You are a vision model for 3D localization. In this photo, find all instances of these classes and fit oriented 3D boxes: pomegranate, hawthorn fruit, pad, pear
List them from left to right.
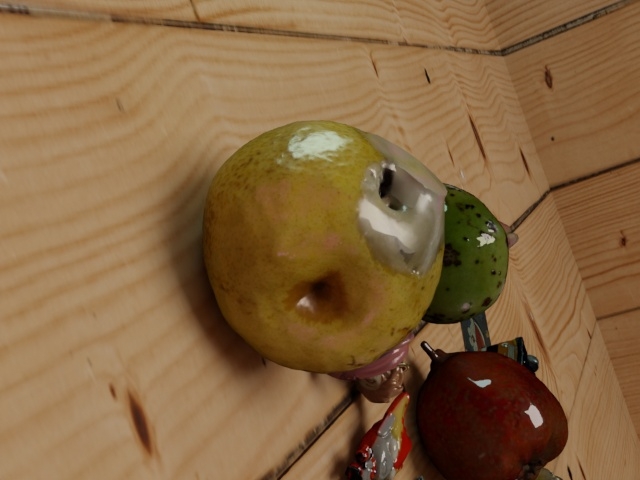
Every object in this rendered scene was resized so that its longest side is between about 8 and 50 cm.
[{"bbox_3d":[0.000,0.000,0.898,0.271,0.271,0.271,45,35,-44],"label":"pear"},{"bbox_3d":[0.205,0.011,1.293,0.247,0.214,0.214,-17,88,-34],"label":"pomegranate"},{"bbox_3d":[0.299,0.153,1.672,0.170,0.006,0.246,36,42,-51],"label":"pad"},{"bbox_3d":[0.231,0.243,1.251,0.248,0.208,0.208,55,16,26],"label":"hawthorn fruit"}]

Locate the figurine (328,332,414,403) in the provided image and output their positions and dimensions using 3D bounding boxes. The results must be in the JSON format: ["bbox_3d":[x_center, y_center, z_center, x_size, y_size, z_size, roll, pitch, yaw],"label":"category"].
[{"bbox_3d":[0.066,0.135,1.064,0.157,0.126,0.114,41,70,-47],"label":"figurine"}]

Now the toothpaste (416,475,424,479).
[{"bbox_3d":[0.118,0.345,1.132,0.140,0.021,0.037,1,71,-66],"label":"toothpaste"}]

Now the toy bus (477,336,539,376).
[{"bbox_3d":[0.347,0.279,1.547,0.201,0.114,0.098,64,25,-28],"label":"toy bus"}]

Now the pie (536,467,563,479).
[{"bbox_3d":[0.464,0.595,1.619,0.337,0.075,0.338,53,24,-38],"label":"pie"}]

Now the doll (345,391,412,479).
[{"bbox_3d":[0.069,0.262,1.046,0.169,0.057,0.109,-18,116,-56],"label":"doll"}]
